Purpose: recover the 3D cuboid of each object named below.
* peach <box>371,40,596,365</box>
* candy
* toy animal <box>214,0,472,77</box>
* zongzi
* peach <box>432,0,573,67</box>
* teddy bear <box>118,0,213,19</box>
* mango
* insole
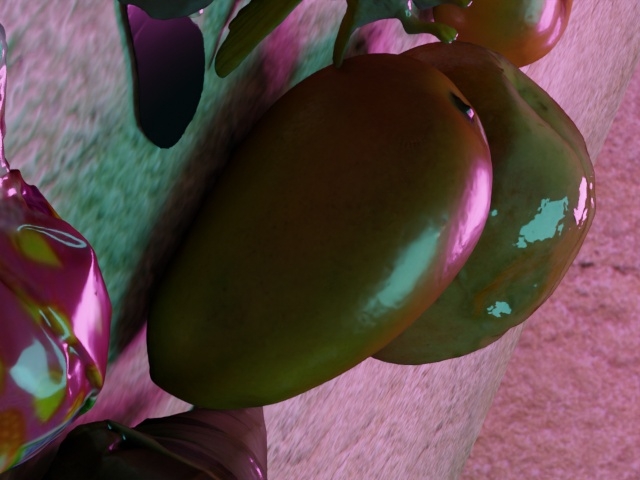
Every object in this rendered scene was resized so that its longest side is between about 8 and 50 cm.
[{"bbox_3d":[0.076,-0.021,1.397,0.235,0.214,0.214,-49,170,10],"label":"peach"},{"bbox_3d":[-0.129,-0.065,0.687,0.124,0.124,0.365,-50,152,-49],"label":"candy"},{"bbox_3d":[0.051,-0.163,1.129,0.095,0.155,0.219,55,44,-30],"label":"toy animal"},{"bbox_3d":[-0.122,0.241,1.189,0.289,0.154,0.317,-60,174,11],"label":"zongzi"},{"bbox_3d":[0.157,-0.218,1.526,0.179,0.103,0.179,-55,163,-27],"label":"peach"},{"bbox_3d":[-0.025,-0.185,0.775,0.251,0.144,0.171,-38,136,-69],"label":"teddy bear"},{"bbox_3d":[0.005,-0.003,1.173,0.175,0.139,0.254,-7,-136,57],"label":"mango"},{"bbox_3d":[-0.080,-0.099,1.008,0.064,0.004,0.188,-61,166,-21],"label":"insole"}]
